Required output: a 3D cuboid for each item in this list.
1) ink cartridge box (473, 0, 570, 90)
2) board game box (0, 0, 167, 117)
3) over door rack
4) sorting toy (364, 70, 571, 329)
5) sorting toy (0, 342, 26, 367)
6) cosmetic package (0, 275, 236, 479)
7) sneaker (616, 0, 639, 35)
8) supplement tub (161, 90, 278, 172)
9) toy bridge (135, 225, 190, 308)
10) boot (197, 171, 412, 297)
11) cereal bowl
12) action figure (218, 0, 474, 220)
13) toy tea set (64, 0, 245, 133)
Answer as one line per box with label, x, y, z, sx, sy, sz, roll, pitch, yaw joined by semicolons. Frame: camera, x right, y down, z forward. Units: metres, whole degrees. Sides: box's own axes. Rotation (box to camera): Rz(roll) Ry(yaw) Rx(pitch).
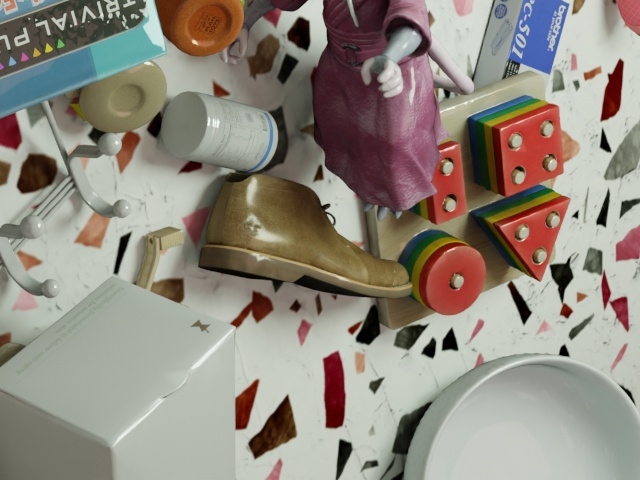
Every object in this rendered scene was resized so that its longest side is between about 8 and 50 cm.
ink cartridge box;0.238;-0.207;2.066;0.097;0.046;0.207;13;93;-48
board game box;-0.281;-0.269;1.320;0.254;0.079;0.336;-26;113;-31
over door rack;-0.298;-0.053;1.462;0.239;0.108;0.324;-50;140;-25
sorting toy;0.186;-0.038;1.986;0.257;0.089;0.255;-22;119;-26
sorting toy;-0.283;0.192;1.582;0.307;0.041;0.229;-53;156;-21
cosmetic package;-0.188;0.245;1.590;0.197;0.155;0.365;-41;143;-44
sneaker;0.382;-0.409;2.132;0.136;0.116;0.313;-16;107;-33
supplement tub;-0.102;-0.110;1.708;0.107;0.071;0.071;10;95;-48
toy bridge;-0.166;0.082;1.735;0.063;0.026;0.188;-20;117;-40
boot;0.000;0.000;1.838;0.305;0.112;0.115;16;80;-47
cereal bowl;0.248;0.305;2.135;0.339;0.141;0.339;-1;92;-25
action figure;0.067;-0.209;1.695;0.276;0.248;0.370;-39;142;-28
toy tea set;-0.208;-0.263;1.540;0.200;0.124;0.336;-33;135;1
